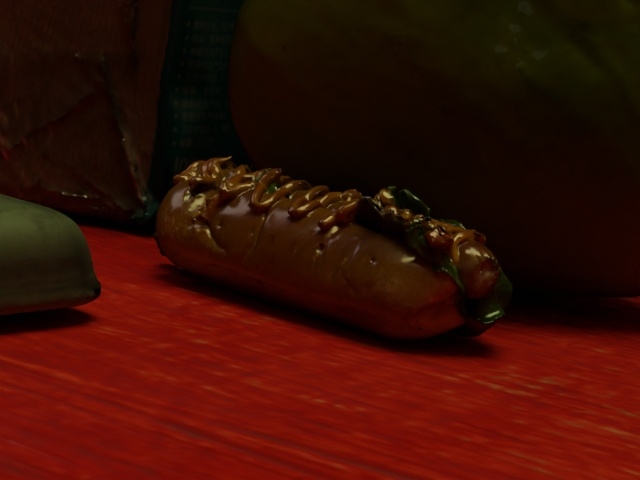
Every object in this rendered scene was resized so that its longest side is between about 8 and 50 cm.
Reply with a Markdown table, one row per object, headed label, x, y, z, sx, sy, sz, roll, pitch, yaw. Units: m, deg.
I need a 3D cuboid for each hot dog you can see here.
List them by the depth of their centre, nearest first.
| label | x | y | z | sx | sy | sz | roll | pitch | yaw |
| --- | --- | --- | --- | --- | --- | --- | --- | --- | --- |
| hot dog | 0.000 | 0.000 | 0.659 | 0.072 | 0.055 | 0.188 | -4 | 14 | -45 |

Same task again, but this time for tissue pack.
| label | x | y | z | sx | sy | sz | roll | pitch | yaw |
| --- | --- | --- | --- | --- | --- | --- | --- | --- | --- |
| tissue pack | -0.074 | -0.114 | 0.916 | 0.134 | 0.192 | 0.271 | 11 | 9 | 22 |

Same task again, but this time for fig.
| label | x | y | z | sx | sy | sz | roll | pitch | yaw |
| --- | --- | --- | --- | --- | --- | --- | --- | --- | --- |
| fig | 0.079 | -0.078 | 0.742 | 0.230 | 0.207 | 0.207 | 11 | 10 | 31 |

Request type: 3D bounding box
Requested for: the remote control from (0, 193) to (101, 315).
| label | x | y | z | sx | sy | sz | roll | pitch | yaw |
| --- | --- | --- | --- | --- | --- | --- | --- | --- | --- |
| remote control | -0.198 | 0.010 | 0.493 | 0.090 | 0.038 | 0.309 | 14 | 12 | 36 |
